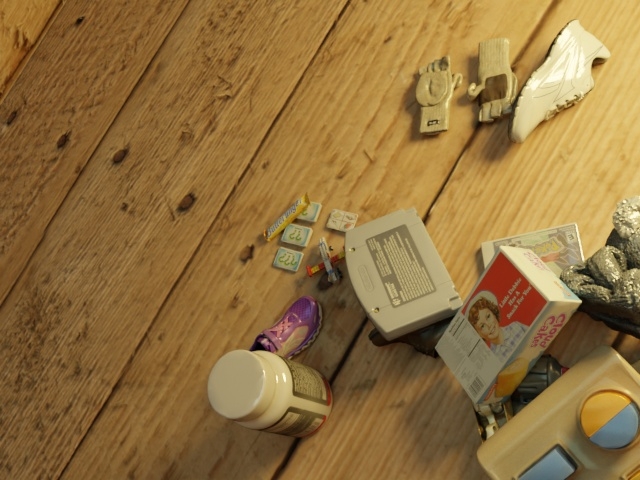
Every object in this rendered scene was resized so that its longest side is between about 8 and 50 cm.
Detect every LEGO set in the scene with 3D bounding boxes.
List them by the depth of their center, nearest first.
[{"bbox_3d":[0.000,0.000,1.716,0.244,0.060,0.182,15,80,34],"label":"LEGO set"}]

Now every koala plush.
[{"bbox_3d":[0.562,0.041,1.316,0.203,0.196,0.221,19,76,50],"label":"koala plush"}]

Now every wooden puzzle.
[{"bbox_3d":[0.478,0.401,1.209,0.322,0.080,0.347,-46,62,13],"label":"wooden puzzle"}]

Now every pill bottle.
[{"bbox_3d":[-0.104,0.321,1.513,0.161,0.283,0.161,-10,67,24],"label":"pill bottle"}]

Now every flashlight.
[{"bbox_3d":[0.521,0.246,1.322,0.304,0.103,0.103,-4,30,30],"label":"flashlight"}]

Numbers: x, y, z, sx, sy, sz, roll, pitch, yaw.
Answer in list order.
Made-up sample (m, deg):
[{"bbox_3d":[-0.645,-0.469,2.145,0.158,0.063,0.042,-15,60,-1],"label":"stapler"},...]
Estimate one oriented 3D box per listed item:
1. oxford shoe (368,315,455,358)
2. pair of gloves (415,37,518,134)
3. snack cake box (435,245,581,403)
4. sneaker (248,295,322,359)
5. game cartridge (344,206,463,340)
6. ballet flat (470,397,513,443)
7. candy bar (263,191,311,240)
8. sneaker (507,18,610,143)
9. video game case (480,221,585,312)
[{"bbox_3d":[0.208,0.202,1.513,0.227,0.083,0.096,-14,67,23],"label":"oxford shoe"},{"bbox_3d":[0.339,-0.354,1.681,0.240,0.042,0.204,-12,70,26],"label":"pair of gloves"},{"bbox_3d":[0.340,0.160,1.341,0.264,0.089,0.152,-64,38,29],"label":"snack cake box"},{"bbox_3d":[-0.092,0.224,1.652,0.095,0.104,0.236,39,91,35],"label":"sneaker"},{"bbox_3d":[0.162,0.069,1.539,0.198,0.062,0.297,-24,48,6],"label":"game cartridge"},{"bbox_3d":[0.337,0.348,1.393,0.080,0.073,0.232,-23,62,21],"label":"ballet flat"},{"bbox_3d":[-0.083,-0.057,1.790,0.161,0.018,0.040,-41,46,20],"label":"candy bar"},{"bbox_3d":[0.507,-0.328,1.538,0.129,0.111,0.297,34,90,8],"label":"sneaker"},{"bbox_3d":[0.440,0.070,1.475,0.202,0.023,0.183,-14,66,23],"label":"video game case"}]
